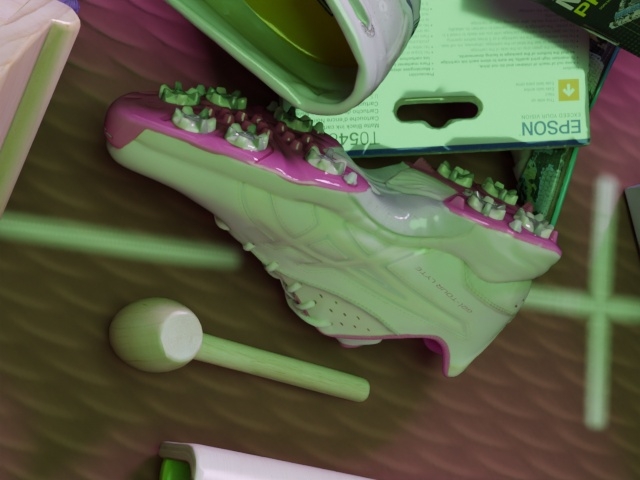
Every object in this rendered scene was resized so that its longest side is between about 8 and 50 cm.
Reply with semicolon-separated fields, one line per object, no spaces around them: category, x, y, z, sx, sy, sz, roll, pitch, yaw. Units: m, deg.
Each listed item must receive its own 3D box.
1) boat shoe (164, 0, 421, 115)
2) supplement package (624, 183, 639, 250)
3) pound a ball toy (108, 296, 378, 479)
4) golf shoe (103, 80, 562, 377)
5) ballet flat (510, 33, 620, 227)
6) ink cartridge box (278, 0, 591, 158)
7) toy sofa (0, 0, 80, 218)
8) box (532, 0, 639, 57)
boat shoe;-0.099;-0.203;0.728;0.367;0.136;0.156;46;35;-15
supplement package;0.316;0.029;0.957;0.105;0.105;0.179;-15;91;-23
pound a ball toy;0.015;0.168;0.803;0.319;0.136;0.208;16;79;-21
golf shoe;0.000;0.000;0.822;0.306;0.115;0.140;19;111;-15
ballet flat;0.168;-0.094;0.940;0.070;0.070;0.188;29;73;-17
ink cartridge box;0.073;-0.170;0.876;0.223;0.045;0.224;-3;98;-9
toy sofa;-0.318;-0.126;0.662;0.362;0.177;0.150;25;116;-7
box;0.282;-0.217;0.791;0.216;0.270;0.060;17;44;-36
